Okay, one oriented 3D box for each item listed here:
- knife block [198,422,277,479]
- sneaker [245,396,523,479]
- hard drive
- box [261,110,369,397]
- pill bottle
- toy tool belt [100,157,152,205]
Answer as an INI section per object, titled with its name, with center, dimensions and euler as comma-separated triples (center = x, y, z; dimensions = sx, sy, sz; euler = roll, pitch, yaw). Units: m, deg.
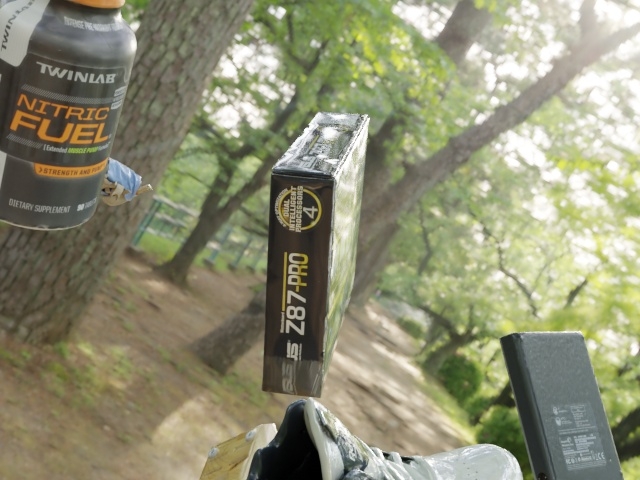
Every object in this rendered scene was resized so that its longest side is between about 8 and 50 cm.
[knife block]
center = -0.052, 0.384, 1.029
dimensions = 0.242, 0.088, 0.276
euler = 48, 32, -21
[sneaker]
center = 0.039, 0.164, 0.618
dimensions = 0.094, 0.234, 0.153
euler = -127, -154, -54
[hard drive]
center = 0.206, 0.144, 0.771
dimensions = 0.094, 0.135, 0.022
euler = 4, -23, -36
[box]
center = 0.000, 0.000, 1.350
dimensions = 0.097, 0.319, 0.395
euler = 5, 21, 7
[pill bottle]
center = -0.249, -0.144, 0.845
dimensions = 0.130, 0.246, 0.130
euler = 17, 25, -8
[toy tool belt]
center = -0.230, -0.069, 1.004
dimensions = 0.051, 0.052, 0.083
euler = -6, -21, 32
